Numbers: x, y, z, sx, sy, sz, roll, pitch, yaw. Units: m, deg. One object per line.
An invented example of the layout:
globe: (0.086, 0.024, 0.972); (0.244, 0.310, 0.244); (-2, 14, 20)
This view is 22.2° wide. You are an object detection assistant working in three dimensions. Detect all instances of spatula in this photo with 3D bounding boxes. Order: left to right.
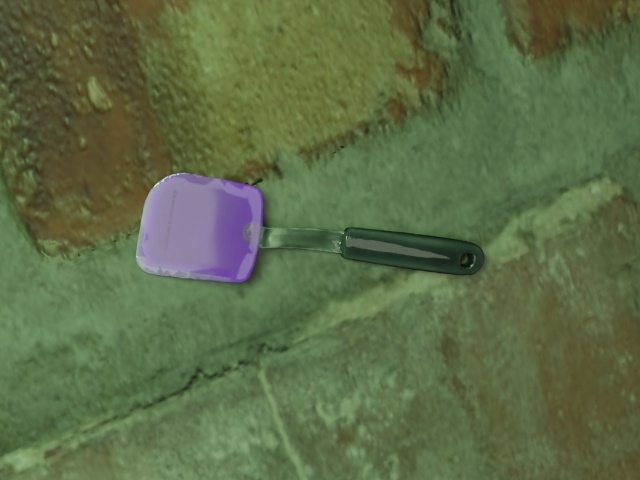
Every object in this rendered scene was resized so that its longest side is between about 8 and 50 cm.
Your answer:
spatula: (0.000, 0.000, 1.325); (0.296, 0.030, 0.084); (6, 99, -23)
